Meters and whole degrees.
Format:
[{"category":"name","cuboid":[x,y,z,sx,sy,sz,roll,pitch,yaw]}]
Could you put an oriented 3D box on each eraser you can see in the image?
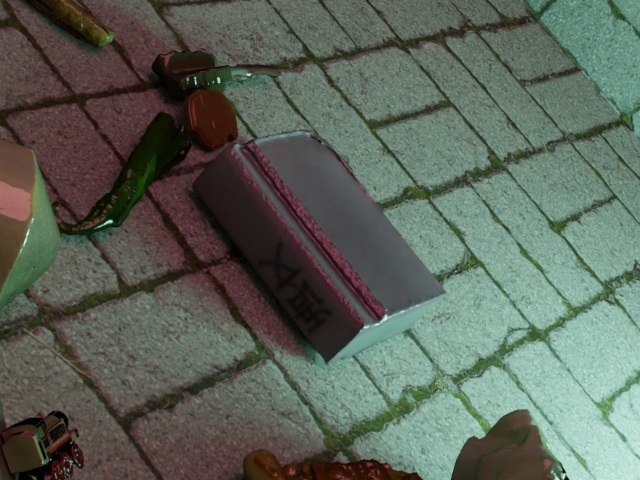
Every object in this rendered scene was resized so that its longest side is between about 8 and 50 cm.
[{"category":"eraser","cuboid":[0.000,0.000,2.347,0.359,0.122,0.272,54,34,14]}]

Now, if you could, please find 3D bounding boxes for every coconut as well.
[{"category":"coconut","cuboid":[-0.432,-0.022,1.794,0.244,0.239,0.239,21,38,-20]}]

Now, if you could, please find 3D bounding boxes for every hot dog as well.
[{"category":"hot dog","cuboid":[-0.424,-0.377,2.381,0.215,0.047,0.066,37,-4,-12]}]

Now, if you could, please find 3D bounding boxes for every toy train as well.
[{"category":"toy train","cuboid":[-0.320,0.242,1.740,0.138,0.050,0.087,-38,111,-77]}]

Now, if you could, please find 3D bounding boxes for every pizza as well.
[{"category":"pizza","cuboid":[0.079,0.395,1.961,0.409,0.114,0.277,39,31,13]}]

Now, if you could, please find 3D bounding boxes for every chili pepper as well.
[{"category":"chili pepper","cuboid":[-0.283,-0.095,2.200,0.085,0.076,0.359,64,29,-16]}]

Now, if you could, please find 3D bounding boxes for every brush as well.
[{"category":"brush","cuboid":[-0.163,-0.286,2.542,0.301,0.071,0.084,-11,58,-53]}]

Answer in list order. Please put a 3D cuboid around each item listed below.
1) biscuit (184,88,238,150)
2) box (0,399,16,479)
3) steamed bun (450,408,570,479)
[{"category":"biscuit","cuboid":[-0.178,-0.199,2.438,0.130,0.019,0.102,-21,93,-58]},{"category":"box","cuboid":[-0.432,0.147,1.566,0.365,0.051,0.205,47,27,-69]},{"category":"steamed bun","cuboid":[0.260,0.407,2.105,0.280,0.207,0.268,-102,173,-74]}]
